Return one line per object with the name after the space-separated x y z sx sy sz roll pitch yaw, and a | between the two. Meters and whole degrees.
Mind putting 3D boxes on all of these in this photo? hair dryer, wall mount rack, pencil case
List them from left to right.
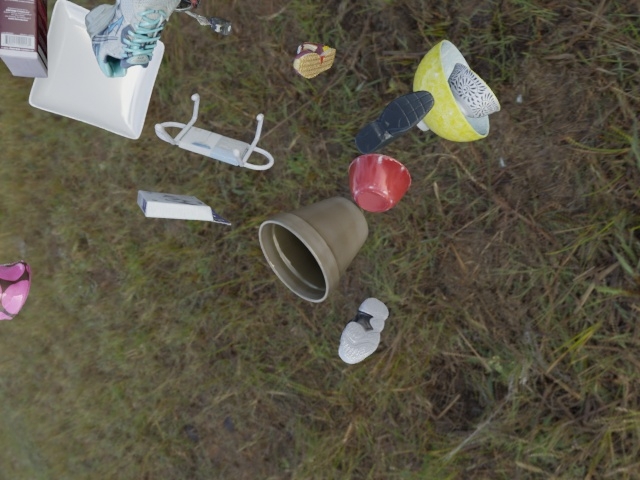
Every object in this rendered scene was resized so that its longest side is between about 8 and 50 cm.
-0.515 0.051 0.731 0.095 0.209 0.098 -43 46 34 | pencil case
-0.353 -0.612 1.286 0.293 0.223 0.080 40 108 20 | hair dryer
-0.297 -0.286 1.475 0.350 0.304 0.130 17 125 -2 | wall mount rack

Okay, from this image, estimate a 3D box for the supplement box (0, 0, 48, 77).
-0.610 -0.474 1.106 0.130 0.073 0.239 174 96 -72 | supplement box

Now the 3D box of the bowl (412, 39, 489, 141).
0.340 -0.392 1.510 0.156 0.289 0.289 -22 88 34 | bowl

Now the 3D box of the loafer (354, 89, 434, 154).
0.143 -0.223 1.006 0.170 0.061 0.062 -29 84 31 | loafer

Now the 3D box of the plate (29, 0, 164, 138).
-0.582 -0.440 1.413 0.045 0.277 0.278 19 93 59 | plate

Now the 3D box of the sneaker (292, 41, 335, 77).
-0.036 -0.469 1.386 0.084 0.185 0.069 27 123 18 | sneaker

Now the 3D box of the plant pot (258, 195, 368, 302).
0.000 0.000 1.807 0.323 0.280 0.323 34 145 28 | plant pot

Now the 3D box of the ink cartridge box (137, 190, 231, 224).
-0.376 -0.094 1.474 0.223 0.224 0.045 27 109 63 | ink cartridge box

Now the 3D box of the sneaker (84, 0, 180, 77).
-0.313 -0.369 0.940 0.283 0.110 0.122 -11 89 48 | sneaker

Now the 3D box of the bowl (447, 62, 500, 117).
0.385 -0.378 1.420 0.080 0.170 0.170 -43 70 10 | bowl

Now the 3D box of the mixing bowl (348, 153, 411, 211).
0.155 -0.144 1.505 0.181 0.098 0.181 13 147 9 | mixing bowl

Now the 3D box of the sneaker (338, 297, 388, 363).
0.105 0.288 1.541 0.101 0.268 0.153 33 126 6 | sneaker
